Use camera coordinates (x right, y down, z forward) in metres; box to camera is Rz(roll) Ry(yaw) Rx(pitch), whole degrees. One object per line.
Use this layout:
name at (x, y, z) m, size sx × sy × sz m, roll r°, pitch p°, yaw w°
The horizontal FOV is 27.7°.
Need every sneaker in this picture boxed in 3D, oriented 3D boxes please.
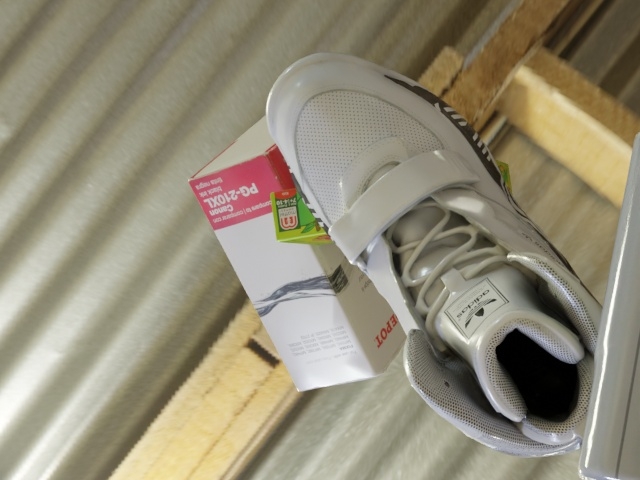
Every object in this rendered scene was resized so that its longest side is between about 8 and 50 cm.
sneaker at (0.089, 0.006, 0.905) m, size 0.137 × 0.210 × 0.366 m, roll -41°, pitch -94°, yaw 8°

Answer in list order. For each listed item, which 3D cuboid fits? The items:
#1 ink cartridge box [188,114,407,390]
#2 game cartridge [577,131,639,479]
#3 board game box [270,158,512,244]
ink cartridge box at (0.000, 0.000, 1.244) m, size 0.100 × 0.172 × 0.237 m, roll -17°, pitch -72°, yaw 33°
game cartridge at (0.211, 0.060, 0.709) m, size 0.060 × 0.294 × 0.196 m, roll 10°, pitch -104°, yaw 29°
board game box at (0.061, -0.032, 1.077) m, size 0.181 × 0.092 × 0.043 m, roll -10°, pitch -95°, yaw 21°
